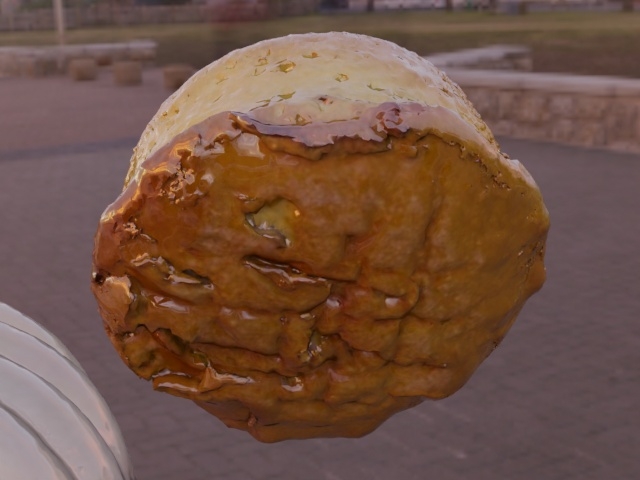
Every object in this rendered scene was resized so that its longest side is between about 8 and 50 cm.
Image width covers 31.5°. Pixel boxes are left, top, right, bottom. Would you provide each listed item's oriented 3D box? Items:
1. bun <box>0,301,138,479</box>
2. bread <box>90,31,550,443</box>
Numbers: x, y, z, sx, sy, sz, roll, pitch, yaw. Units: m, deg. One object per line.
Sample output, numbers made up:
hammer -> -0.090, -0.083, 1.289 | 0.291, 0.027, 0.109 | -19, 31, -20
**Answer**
bun -> -0.210, 0.084, 0.457 | 0.263, 0.175, 0.263 | -8, 23, 3
bread -> 0.000, 0.000, 0.994 | 0.397, 0.398, 0.215 | -3, 39, -8
